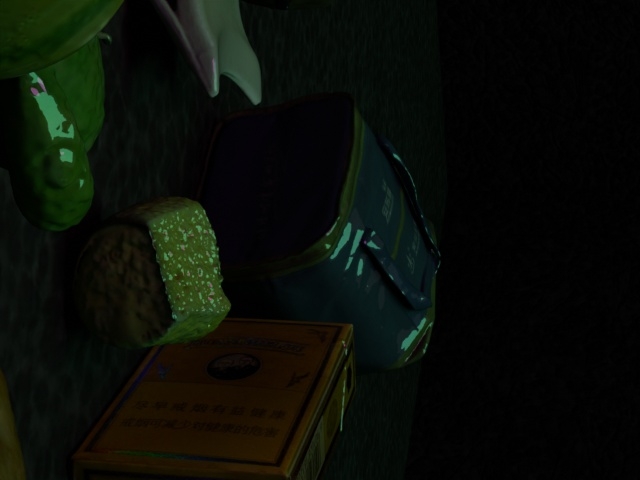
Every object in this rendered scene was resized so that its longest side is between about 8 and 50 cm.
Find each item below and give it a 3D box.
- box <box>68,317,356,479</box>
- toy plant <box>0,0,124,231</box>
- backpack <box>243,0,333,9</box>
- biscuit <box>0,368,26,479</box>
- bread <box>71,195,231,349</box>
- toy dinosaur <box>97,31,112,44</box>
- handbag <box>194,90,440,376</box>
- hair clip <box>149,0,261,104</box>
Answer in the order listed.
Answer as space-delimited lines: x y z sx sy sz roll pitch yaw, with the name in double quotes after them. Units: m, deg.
-0.086 0.168 1.255 0.301 0.193 0.084 -61 152 -66 "box"
-0.182 -0.137 0.816 0.316 0.184 0.224 91 -13 -72 "toy plant"
-0.031 -0.368 1.397 0.140 0.207 0.253 33 70 -77 "backpack"
-0.226 0.101 0.729 0.220 0.066 0.220 -17 90 -85 "biscuit"
-0.147 0.031 1.141 0.129 0.111 0.114 70 17 1 "bread"
-0.195 -0.193 1.070 0.060 0.029 0.120 -32 123 -58 "toy dinosaur"
0.000 0.000 1.497 0.241 0.222 0.263 54 36 -44 "handbag"
-0.113 -0.276 1.280 0.172 0.113 0.282 -18 115 -77 "hair clip"
